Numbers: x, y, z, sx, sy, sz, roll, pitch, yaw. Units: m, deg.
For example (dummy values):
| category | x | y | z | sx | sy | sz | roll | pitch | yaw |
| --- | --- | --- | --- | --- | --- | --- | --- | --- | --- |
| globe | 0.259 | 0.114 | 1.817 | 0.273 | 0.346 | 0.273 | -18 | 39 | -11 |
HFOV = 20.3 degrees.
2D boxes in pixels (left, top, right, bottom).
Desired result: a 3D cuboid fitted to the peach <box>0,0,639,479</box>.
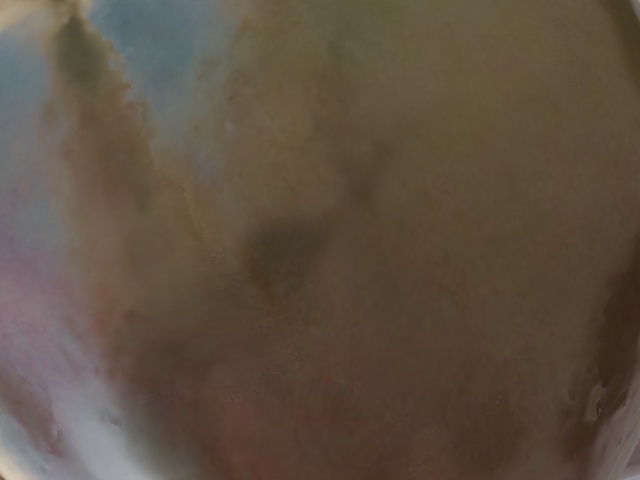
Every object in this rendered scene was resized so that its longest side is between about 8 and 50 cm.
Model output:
| category | x | y | z | sx | sy | sz | roll | pitch | yaw |
| --- | --- | --- | --- | --- | --- | --- | --- | --- | --- |
| peach | -0.001 | 0.001 | 0.655 | 0.247 | 0.292 | 0.292 | 128 | 133 | -76 |

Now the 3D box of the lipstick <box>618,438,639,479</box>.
| category | x | y | z | sx | sy | sz | roll | pitch | yaw |
| --- | --- | --- | --- | --- | --- | --- | --- | --- | --- |
| lipstick | 0.182 | 0.101 | 1.043 | 0.070 | 0.254 | 0.070 | -19 | -90 | -79 |
